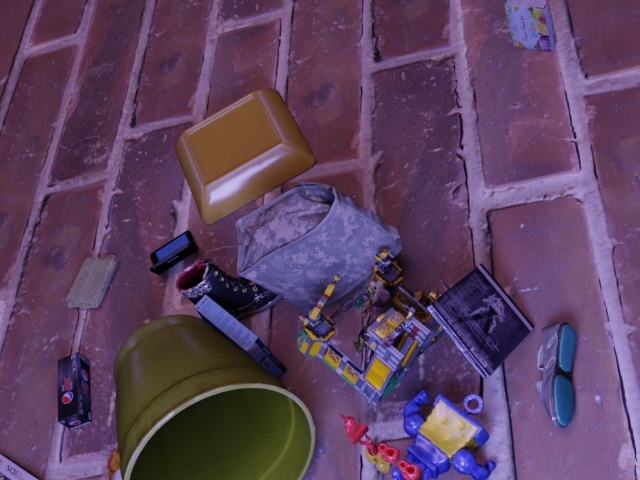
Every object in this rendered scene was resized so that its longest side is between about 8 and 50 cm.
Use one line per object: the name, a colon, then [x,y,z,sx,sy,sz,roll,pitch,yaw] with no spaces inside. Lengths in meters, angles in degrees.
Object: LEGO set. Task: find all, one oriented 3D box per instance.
LEGO set: [0.129,0.135,1.574,0.331,0.192,0.255,-26,61,-35]

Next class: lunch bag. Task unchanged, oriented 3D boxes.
lunch bag: [0.000,0.000,1.740,0.287,0.235,0.168,-29,48,29]

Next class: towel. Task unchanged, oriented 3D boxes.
towel: [-0.584,0.107,2.113,0.110,0.027,0.148,1,59,26]

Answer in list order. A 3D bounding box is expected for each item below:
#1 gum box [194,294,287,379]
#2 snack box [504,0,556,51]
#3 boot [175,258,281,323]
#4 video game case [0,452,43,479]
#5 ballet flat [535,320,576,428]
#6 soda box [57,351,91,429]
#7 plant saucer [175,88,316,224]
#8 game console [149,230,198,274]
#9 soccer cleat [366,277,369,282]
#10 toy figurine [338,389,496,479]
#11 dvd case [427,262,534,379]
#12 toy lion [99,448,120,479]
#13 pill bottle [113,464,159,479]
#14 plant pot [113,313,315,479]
gum box: [-0.171,0.210,1.770,0.041,0.157,0.184,-47,52,-11]
snack box: [0.505,-0.519,1.983,0.100,0.141,0.037,18,67,33]
boot: [-0.190,0.095,1.843,0.236,0.178,0.085,-30,50,4]
video game case: [-0.706,0.609,1.807,0.210,0.042,0.232,18,66,34]
ballet flat: [0.434,0.252,1.536,0.068,0.072,0.213,-22,44,45]
soda box: [-0.572,0.349,1.921,0.060,0.053,0.168,-22,50,10]
plant saucer: [-0.220,-0.246,2.161,0.333,0.081,0.332,-30,50,3]
game console: [-0.373,0.024,2.050,0.122,0.107,0.071,-34,78,0]
soccer cleat: [0.127,0.069,1.816,0.036,0.029,0.083,3,54,31]
toy figurine: [0.233,0.363,1.468,0.217,0.191,0.363,-44,51,-15]
dvd case: [0.305,0.146,1.553,0.164,0.221,0.018,51,130,8]
toy lion: [-0.419,0.490,1.771,0.100,0.034,0.096,7,53,28]
pill bottle: [-0.357,0.573,1.613,0.136,0.136,0.245,-18,52,12]
plant pot: [-0.248,0.333,1.629,0.366,0.366,0.353,-38,38,-4]
